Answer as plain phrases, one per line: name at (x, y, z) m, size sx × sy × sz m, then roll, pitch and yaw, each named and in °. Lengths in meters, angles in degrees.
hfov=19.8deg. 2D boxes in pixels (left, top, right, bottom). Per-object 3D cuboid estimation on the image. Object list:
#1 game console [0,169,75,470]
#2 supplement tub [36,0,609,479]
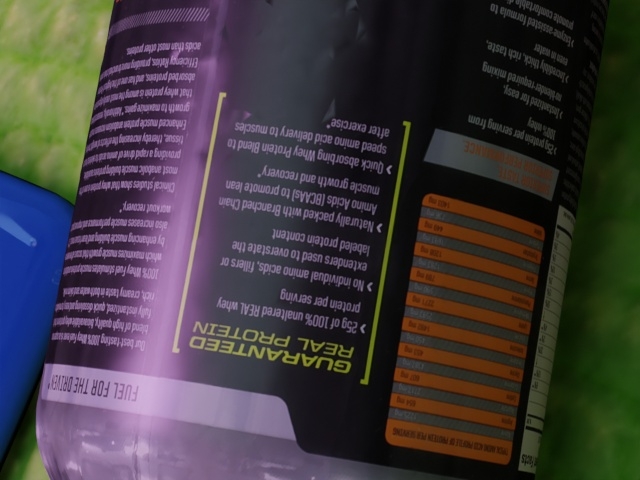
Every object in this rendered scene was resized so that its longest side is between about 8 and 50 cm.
game console at (-0.274, 0.080, 0.940) m, size 0.250 × 0.173 × 0.293 m, roll 23°, pitch 85°, yaw 1°
supplement tub at (0.000, 0.000, 0.709) m, size 0.194 × 0.193 × 0.316 m, roll 6°, pitch 82°, yaw 30°
